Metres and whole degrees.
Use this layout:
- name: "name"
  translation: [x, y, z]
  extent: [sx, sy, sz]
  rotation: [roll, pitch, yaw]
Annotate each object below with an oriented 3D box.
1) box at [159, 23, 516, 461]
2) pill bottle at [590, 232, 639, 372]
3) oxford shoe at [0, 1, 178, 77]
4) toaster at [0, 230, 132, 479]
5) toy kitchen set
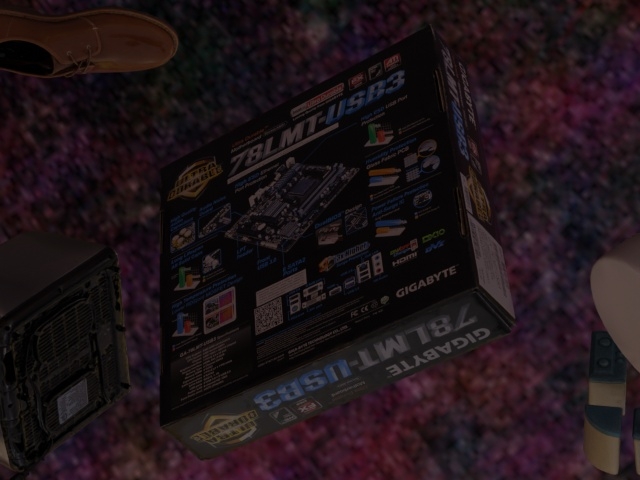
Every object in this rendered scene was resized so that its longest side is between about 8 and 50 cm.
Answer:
- name: "box"
  translation: [0.000, 0.000, 1.420]
  extent: [0.296, 0.293, 0.073]
  rotation: [-26, 134, 21]
- name: "pill bottle"
  translation: [0.179, -0.007, 0.651]
  extent: [0.152, 0.086, 0.086]
  rotation: [-33, 140, -17]
- name: "oxford shoe"
  translation: [-0.245, -0.188, 1.724]
  extent: [0.212, 0.076, 0.076]
  rotation: [-1, 129, -15]
- name: "toaster"
  translation: [-0.267, 0.104, 1.558]
  extent: [0.186, 0.110, 0.168]
  rotation: [-38, 135, -46]
- name: "toy kitchen set"
  translation: [0.394, 0.160, 1.873]
  extent: [0.207, 0.166, 0.122]
  rotation: [4, 128, 10]
